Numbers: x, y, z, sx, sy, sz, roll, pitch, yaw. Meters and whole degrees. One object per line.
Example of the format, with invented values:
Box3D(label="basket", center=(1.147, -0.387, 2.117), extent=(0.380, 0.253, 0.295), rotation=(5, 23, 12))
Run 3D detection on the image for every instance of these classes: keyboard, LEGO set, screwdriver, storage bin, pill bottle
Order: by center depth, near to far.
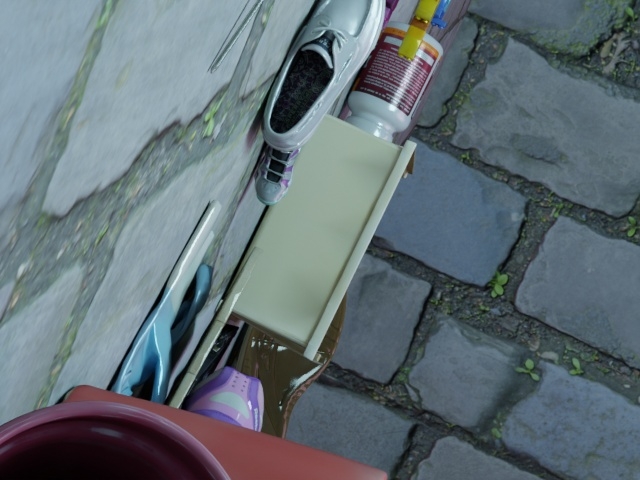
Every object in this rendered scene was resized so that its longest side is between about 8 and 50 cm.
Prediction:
Box3D(label="screwdriver", center=(-0.041, -0.188, 1.308), extent=(0.170, 0.025, 0.024), rotation=(-53, 172, -23))
Box3D(label="keyboard", center=(-0.130, 0.138, 1.958), extent=(0.108, 0.023, 0.180), rotation=(-60, 178, 20))
Box3D(label="LEGO set", center=(0.095, -0.254, 1.994), extent=(0.227, 0.087, 0.093), rotation=(-14, 129, -83))
Box3D(label="storage bin", center=(0.000, 0.000, 2.054), extent=(0.260, 0.123, 0.262), rotation=(64, 51, -84))
Box3D(label="pill bottle", center=(0.087, -0.192, 2.236), extent=(0.086, 0.086, 0.152), rotation=(90, 26, -79))

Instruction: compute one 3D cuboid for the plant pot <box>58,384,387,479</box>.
Box3D(label="plant pot", center=(-0.115, 0.246, 1.324), extent=(0.275, 0.243, 0.275), rotation=(25, 90, -86))

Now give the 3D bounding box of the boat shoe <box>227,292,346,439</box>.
Box3D(label="boat shoe", center=(-0.077, 0.175, 2.331), extent=(0.123, 0.123, 0.342), rotation=(5, -108, 63))

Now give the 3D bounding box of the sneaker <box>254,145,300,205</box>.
Box3D(label="sneaker", center=(-0.040, -0.086, 1.712), extent=(0.069, 0.038, 0.098), rotation=(90, 16, -75))

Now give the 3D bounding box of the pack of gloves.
Box3D(label="pack of gloves", center=(-0.134, 0.103, 1.593), extent=(0.195, 0.046, 0.232), rotation=(102, 14, -66))

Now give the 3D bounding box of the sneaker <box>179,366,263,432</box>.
Box3D(label="sneaker", center=(-0.103, 0.189, 1.619), extent=(0.236, 0.095, 0.104), rotation=(122, -11, -56))

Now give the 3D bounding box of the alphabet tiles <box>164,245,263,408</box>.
Box3D(label="alphabet tiles", center=(-0.145, 0.161, 1.683), extent=(0.285, 0.011, 0.342), rotation=(-62, -177, -29))

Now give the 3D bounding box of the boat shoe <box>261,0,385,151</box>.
Box3D(label="boat shoe", center=(0.000, -0.167, 1.604), extent=(0.184, 0.066, 0.063), rotation=(-55, 176, -3))

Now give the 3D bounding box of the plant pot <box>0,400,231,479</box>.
Box3D(label="plant pot", center=(-0.158, 0.208, 1.094), extent=(0.201, 0.201, 0.180), rotation=(-63, -170, -20))
